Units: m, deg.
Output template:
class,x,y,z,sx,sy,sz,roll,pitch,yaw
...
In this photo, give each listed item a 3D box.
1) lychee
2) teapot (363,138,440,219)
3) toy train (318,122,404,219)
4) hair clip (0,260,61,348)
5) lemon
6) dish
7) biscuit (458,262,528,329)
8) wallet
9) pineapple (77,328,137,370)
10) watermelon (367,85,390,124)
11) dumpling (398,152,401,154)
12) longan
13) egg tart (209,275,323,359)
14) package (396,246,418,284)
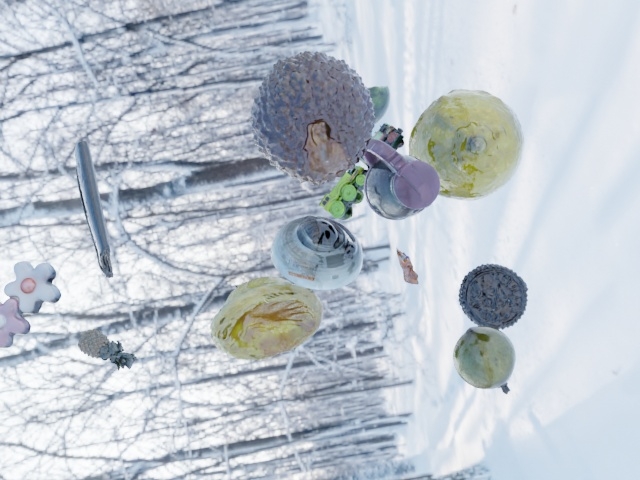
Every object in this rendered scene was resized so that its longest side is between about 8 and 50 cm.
class,x,y,z,sx,sy,sz,roll,pitch,yaw
lychee,-0.013,-0.178,0.885,0.188,0.188,0.188,-10,-90,-88
teapot,0.140,-0.107,1.046,0.146,0.116,0.148,-166,63,-78
toy train,0.096,-0.157,1.402,0.085,0.249,0.053,43,-167,28
hair clip,-0.775,0.160,1.594,0.146,0.257,0.075,44,172,-4
lemon,0.338,-0.219,1.458,0.316,0.285,0.285,-35,-59,-48
dish,0.000,0.000,1.786,0.273,0.273,0.133,-98,17,-46
biscuit,0.486,0.159,1.753,0.053,0.195,0.194,33,-133,-81
wallet,-0.567,-0.075,1.549,0.170,0.044,0.321,120,135,-57
pineapple,-0.547,0.287,1.605,0.074,0.159,0.074,-56,-21,-36
watermelon,0.117,-0.403,1.920,0.232,0.204,0.127,-25,-80,-43
dumpling,0.255,-0.188,1.854,0.219,0.152,0.108,41,-153,-4
longan,0.388,0.281,1.440,0.176,0.155,0.145,56,137,6
egg tart,-0.182,0.240,2.027,0.388,0.388,0.169,78,173,-53
package,0.242,0.072,1.745,0.077,0.033,0.110,43,-156,-57
